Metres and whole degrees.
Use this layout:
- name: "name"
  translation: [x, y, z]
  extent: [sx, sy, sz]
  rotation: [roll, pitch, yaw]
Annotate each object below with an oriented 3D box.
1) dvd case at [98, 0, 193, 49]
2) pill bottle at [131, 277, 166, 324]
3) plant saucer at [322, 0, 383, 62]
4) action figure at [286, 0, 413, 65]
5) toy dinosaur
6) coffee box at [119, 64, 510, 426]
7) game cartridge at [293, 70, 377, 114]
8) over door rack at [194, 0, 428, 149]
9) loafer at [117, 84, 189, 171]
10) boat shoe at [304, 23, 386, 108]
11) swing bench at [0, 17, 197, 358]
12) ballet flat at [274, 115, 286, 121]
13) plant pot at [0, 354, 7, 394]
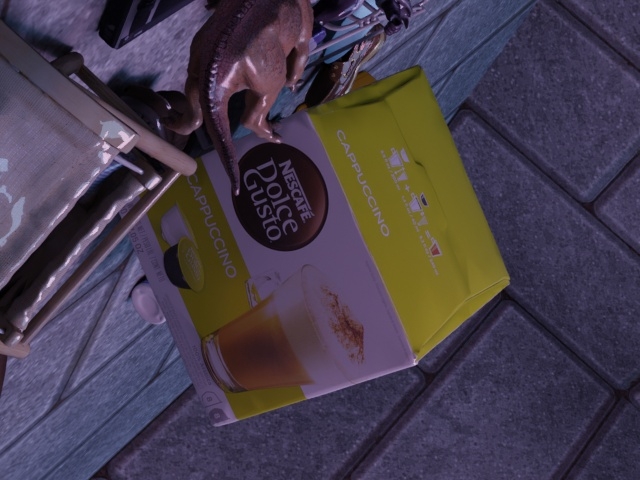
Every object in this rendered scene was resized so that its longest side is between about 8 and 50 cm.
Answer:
- name: "dvd case"
  translation: [-0.109, -0.296, 1.208]
  extent: [0.179, 0.029, 0.239]
  rotation: [-42, 170, -41]
- name: "pill bottle"
  translation: [-0.250, 0.077, 2.225]
  extent: [0.137, 0.078, 0.078]
  rotation: [-41, 171, -46]
- name: "plant saucer"
  translation: [0.058, -0.347, 1.935]
  extent: [0.195, 0.037, 0.195]
  rotation: [-46, 173, -8]
- name: "action figure"
  translation: [0.033, -0.283, 1.434]
  extent: [0.285, 0.099, 0.185]
  rotation: [-31, 140, 1]
- name: "toy dinosaur"
  translation: [-0.060, -0.199, 1.198]
  extent: [0.200, 0.127, 0.296]
  rotation: [116, -4, -60]
- name: "coffee box"
  translation: [0.000, 0.000, 1.757]
  extent: [0.334, 0.338, 0.338]
  rotation: [-21, -175, 33]
- name: "game cartridge"
  translation: [-0.045, -0.153, 2.371]
  extent: [0.324, 0.052, 0.285]
  rotation: [-54, 171, 28]
- name: "over door rack"
  translation: [-0.021, -0.261, 1.728]
  extent: [0.324, 0.108, 0.239]
  rotation: [-35, 179, 24]
- name: "loafer"
  translation: [-0.185, -0.141, 1.466]
  extent: [0.078, 0.080, 0.220]
  rotation: [-57, 180, -8]
- name: "boat shoe"
  translation: [0.028, -0.280, 2.075]
  extent: [0.060, 0.064, 0.178]
  rotation: [20, 114, -50]
- name: "swing bench"
  translation: [-0.270, -0.035, 1.103]
  extent: [0.253, 0.165, 0.254]
  rotation: [-48, 173, 5]
- name: "ballet flat"
  translation: [-0.114, -0.089, 2.102]
  extent: [0.247, 0.087, 0.083]
  rotation: [-46, 173, -15]
- name: "plant pot"
  translation: [-0.393, 0.137, 1.255]
  extent: [0.215, 0.215, 0.230]
  rotation: [-51, -173, 27]
